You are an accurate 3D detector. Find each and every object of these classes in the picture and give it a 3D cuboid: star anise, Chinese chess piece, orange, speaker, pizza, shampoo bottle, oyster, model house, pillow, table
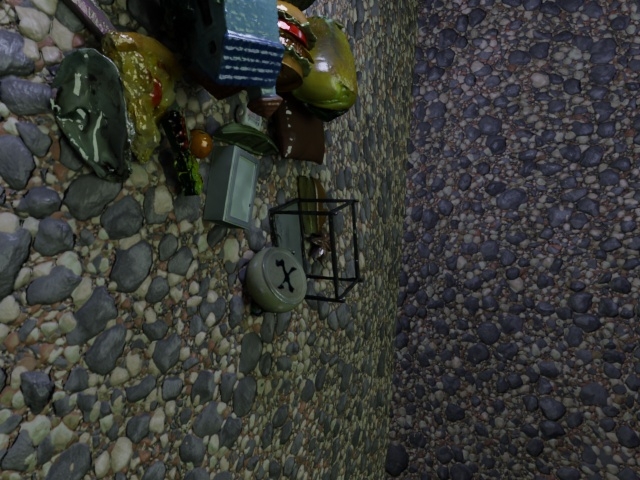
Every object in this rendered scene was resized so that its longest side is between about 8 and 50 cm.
[{"bbox_3d":[-0.003,0.017,1.963,0.208,0.063,0.172,35,65,-63],"label":"star anise"},{"bbox_3d":[-0.147,0.129,1.554,0.237,0.092,0.238,31,44,-36],"label":"Chinese chess piece"},{"bbox_3d":[-0.333,-0.261,1.242,0.083,0.083,0.084,-10,102,-63],"label":"orange"},{"bbox_3d":[-0.204,0.218,1.590,0.094,0.060,0.075,-32,128,-17],"label":"speaker"},{"bbox_3d":[-0.398,-0.324,1.078,0.280,0.075,0.288,-47,144,-70],"label":"pizza"},{"bbox_3d":[-0.233,-0.395,1.473,0.099,0.043,0.072,17,76,-62],"label":"shampoo bottle"},{"bbox_3d":[-0.451,-0.250,0.953,0.252,0.199,0.087,49,5,-34],"label":"oyster"},{"bbox_3d":[-0.237,-0.459,1.143,0.251,0.294,0.330,-20,105,-45],"label":"model house"},{"bbox_3d":[-0.080,-0.440,1.699,0.305,0.108,0.308,-12,98,-62],"label":"pillow"},{"bbox_3d":[-0.007,0.026,1.710,0.222,0.272,0.335,-34,122,-59],"label":"table"}]

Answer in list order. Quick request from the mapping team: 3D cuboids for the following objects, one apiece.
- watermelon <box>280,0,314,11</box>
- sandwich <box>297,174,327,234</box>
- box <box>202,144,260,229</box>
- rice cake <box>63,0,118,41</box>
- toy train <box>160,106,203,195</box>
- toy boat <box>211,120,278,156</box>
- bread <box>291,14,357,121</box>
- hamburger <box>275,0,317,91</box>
[{"bbox_3d":[-0.119,-0.857,1.397,0.279,0.278,0.360,-40,130,-56],"label":"watermelon"},{"bbox_3d":[-0.029,-0.149,1.856,0.088,0.090,0.245,-27,117,-57],"label":"sandwich"},{"bbox_3d":[-0.265,-0.156,1.381,0.129,0.086,0.225,21,74,-62],"label":"box"},{"bbox_3d":[-0.478,-0.464,0.978,0.207,0.036,0.047,55,40,-51],"label":"rice cake"},{"bbox_3d":[-0.347,-0.222,1.165,0.085,0.053,0.250,-90,180,-45],"label":"toy train"},{"bbox_3d":[-0.233,-0.318,1.429,0.293,0.093,0.055,2,73,-64],"label":"toy boat"},{"bbox_3d":[0.009,-0.610,1.619,0.251,0.208,0.377,27,48,-38],"label":"bread"},{"bbox_3d":[-0.147,-0.596,1.379,0.274,0.274,0.212,17,82,-63],"label":"hamburger"}]
